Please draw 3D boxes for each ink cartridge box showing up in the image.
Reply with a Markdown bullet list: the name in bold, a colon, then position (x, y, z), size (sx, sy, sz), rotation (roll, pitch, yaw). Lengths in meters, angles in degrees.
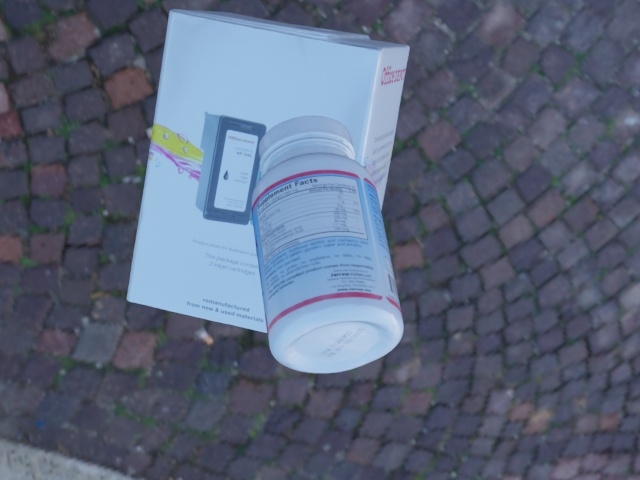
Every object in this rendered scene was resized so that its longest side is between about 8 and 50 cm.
- **ink cartridge box**: position (-0.043, -0.070, 1.200), size (0.197, 0.198, 0.270), rotation (12, 101, 9)

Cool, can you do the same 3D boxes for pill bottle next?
- **pill bottle**: position (0.000, 0.000, 0.842), size (0.087, 0.160, 0.087), rotation (-7, 148, -4)
